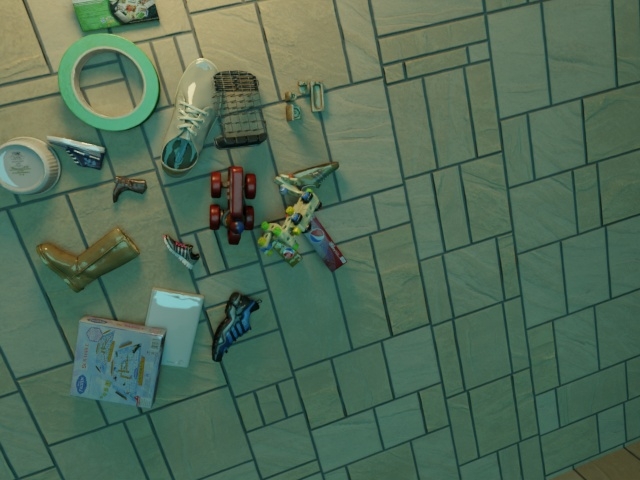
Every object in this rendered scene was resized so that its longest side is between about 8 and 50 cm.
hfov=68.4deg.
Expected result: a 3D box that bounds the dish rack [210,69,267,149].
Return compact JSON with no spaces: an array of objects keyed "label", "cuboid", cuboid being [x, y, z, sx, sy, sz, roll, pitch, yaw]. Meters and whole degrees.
[{"label":"dish rack","cuboid":[-0.304,-0.480,1.728,0.208,0.074,0.271,-17,102,-40]}]

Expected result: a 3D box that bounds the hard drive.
[{"label":"hard drive","cuboid":[-0.604,0.354,1.902,0.203,0.040,0.307,12,99,-16]}]

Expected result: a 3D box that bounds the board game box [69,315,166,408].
[{"label":"board game box","cuboid":[-0.791,0.478,1.844,0.318,0.066,0.318,12,100,-5]}]

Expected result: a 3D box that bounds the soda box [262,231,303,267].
[{"label":"soda box","cuboid":[-0.156,0.024,1.924,0.061,0.058,0.181,-42,108,-2]}]

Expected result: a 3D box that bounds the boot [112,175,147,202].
[{"label":"boot","cuboid":[-0.709,-0.182,1.755,0.114,0.037,0.106,9,103,-20]}]

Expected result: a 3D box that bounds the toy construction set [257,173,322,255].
[{"label":"toy construction set","cuboid":[-0.120,-0.100,1.803,0.151,0.215,0.327,26,70,-39]}]

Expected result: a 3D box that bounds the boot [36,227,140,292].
[{"label":"boot","cuboid":[-0.856,0.036,1.747,0.270,0.089,0.236,-35,119,-4]}]

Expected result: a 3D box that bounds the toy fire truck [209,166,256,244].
[{"label":"toy fire truck","cuboid":[-0.322,-0.128,1.744,0.170,0.254,0.302,1,102,-14]}]

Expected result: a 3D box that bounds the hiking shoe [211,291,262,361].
[{"label":"hiking shoe","cuboid":[-0.351,0.369,1.928,0.132,0.113,0.304,21,97,-17]}]

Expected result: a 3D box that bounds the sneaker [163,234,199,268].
[{"label":"sneaker","cuboid":[-0.536,0.032,1.832,0.075,0.063,0.170,-40,113,-2]}]

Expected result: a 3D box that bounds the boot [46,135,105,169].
[{"label":"boot","cuboid":[-0.869,-0.309,1.665,0.190,0.069,0.086,12,97,-18]}]

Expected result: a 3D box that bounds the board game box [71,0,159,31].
[{"label":"board game box","cuboid":[-0.695,-0.800,1.594,0.260,0.030,0.136,-14,128,-11]}]

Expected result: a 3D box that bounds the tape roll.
[{"label":"tape roll","cuboid":[-0.730,-0.544,1.642,0.321,0.077,0.321,-3,104,-14]}]

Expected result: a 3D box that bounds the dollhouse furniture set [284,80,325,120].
[{"label":"dollhouse furniture set","cuboid":[-0.050,-0.532,1.784,0.151,0.123,0.144,-7,105,-12]}]

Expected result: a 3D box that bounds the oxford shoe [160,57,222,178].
[{"label":"oxford shoe","cuboid":[-0.467,-0.435,1.706,0.169,0.130,0.449,19,96,-15]}]

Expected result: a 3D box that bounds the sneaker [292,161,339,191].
[{"label":"sneaker","cuboid":[-0.012,-0.253,1.893,0.192,0.064,0.086,-16,108,-4]}]

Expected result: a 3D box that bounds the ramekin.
[{"label":"ramekin","cuboid":[-1.020,-0.252,1.622,0.207,0.109,0.207,-3,104,-12]}]

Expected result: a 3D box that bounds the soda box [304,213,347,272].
[{"label":"soda box","cuboid":[0.000,0.000,1.937,0.083,0.092,0.263,-35,108,-1]}]
